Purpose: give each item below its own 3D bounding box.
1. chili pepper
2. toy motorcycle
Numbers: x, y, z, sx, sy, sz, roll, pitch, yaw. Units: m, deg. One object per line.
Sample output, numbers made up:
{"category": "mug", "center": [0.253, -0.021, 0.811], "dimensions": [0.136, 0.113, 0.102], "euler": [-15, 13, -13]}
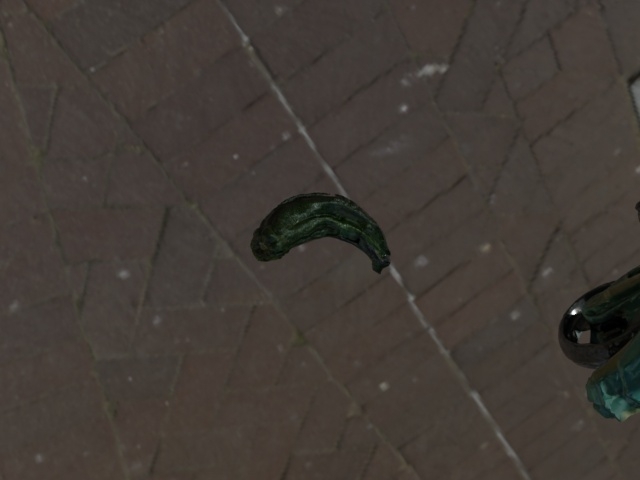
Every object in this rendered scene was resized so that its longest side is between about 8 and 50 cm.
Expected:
{"category": "chili pepper", "center": [0.000, -0.007, 0.795], "dimensions": [0.117, 0.035, 0.056], "euler": [7, 83, -36]}
{"category": "toy motorcycle", "center": [0.308, 0.026, 0.750], "dimensions": [0.296, 0.198, 0.109], "euler": [-31, 111, 12]}
